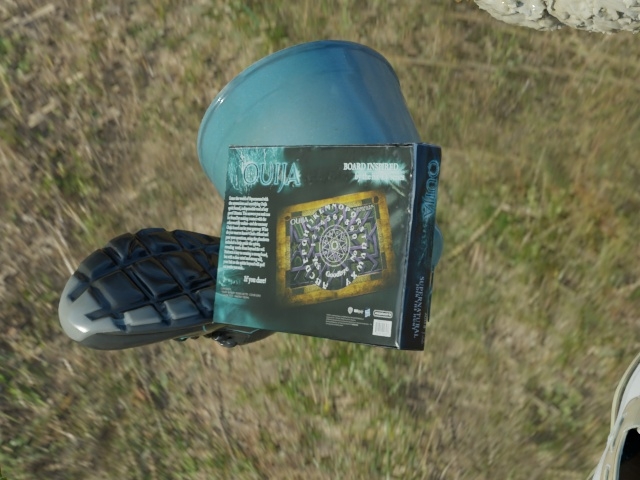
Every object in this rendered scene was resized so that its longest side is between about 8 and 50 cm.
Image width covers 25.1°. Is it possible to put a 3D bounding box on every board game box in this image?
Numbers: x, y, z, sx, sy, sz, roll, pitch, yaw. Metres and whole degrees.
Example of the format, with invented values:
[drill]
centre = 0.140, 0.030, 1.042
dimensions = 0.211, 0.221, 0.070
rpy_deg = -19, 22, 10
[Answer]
[board game box]
centre = 0.000, 0.000, 0.930
dimensions = 0.026, 0.186, 0.126
rpy_deg = 7, 89, -41

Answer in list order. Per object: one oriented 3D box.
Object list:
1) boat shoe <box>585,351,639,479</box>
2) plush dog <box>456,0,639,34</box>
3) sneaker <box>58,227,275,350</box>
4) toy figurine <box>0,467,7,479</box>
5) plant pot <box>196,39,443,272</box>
[boat shoe]
centre = 0.405, 0.247, 1.750
dimensions = 0.113, 0.103, 0.302
rpy_deg = 30, 69, -8
[plush dog]
centre = 0.233, -0.245, 1.266
dimensions = 0.262, 0.225, 0.211
rpy_deg = -5, 94, -35
[sneaker]
centre = -0.074, 0.044, 1.081
dimensions = 0.267, 0.106, 0.101
rpy_deg = -16, 49, -36
[toy figurine]
centre = -0.348, 0.299, 1.087
dimensions = 0.217, 0.362, 0.191
rpy_deg = -27, 91, 2
[plant pot]
centre = 0.017, -0.055, 1.738
dimensions = 0.271, 0.272, 0.255
rpy_deg = -22, 55, -4
